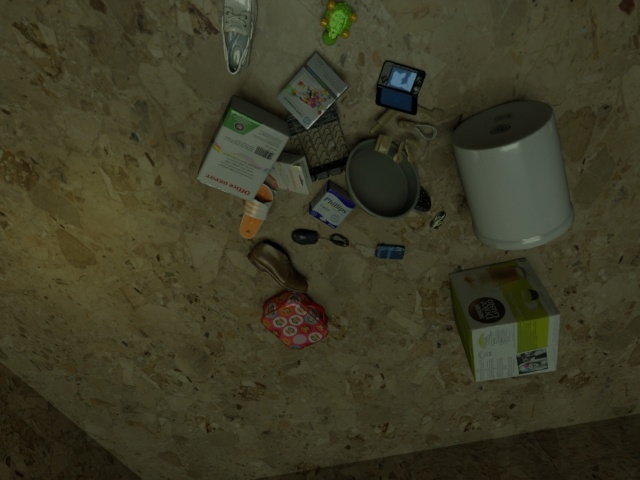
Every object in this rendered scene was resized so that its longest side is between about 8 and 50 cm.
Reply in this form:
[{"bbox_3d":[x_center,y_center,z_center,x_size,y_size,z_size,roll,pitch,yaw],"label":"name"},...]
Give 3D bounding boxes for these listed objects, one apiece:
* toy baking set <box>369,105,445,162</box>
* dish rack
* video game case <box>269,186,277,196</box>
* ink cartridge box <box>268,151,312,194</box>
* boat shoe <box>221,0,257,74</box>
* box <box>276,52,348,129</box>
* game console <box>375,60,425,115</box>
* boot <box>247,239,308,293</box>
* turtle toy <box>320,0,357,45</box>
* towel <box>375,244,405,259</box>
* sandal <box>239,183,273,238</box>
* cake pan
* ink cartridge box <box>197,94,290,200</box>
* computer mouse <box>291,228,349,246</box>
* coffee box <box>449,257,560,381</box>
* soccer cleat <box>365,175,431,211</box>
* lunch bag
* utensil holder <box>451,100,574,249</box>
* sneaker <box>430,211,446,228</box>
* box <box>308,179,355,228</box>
[{"bbox_3d":[0.293,-0.382,1.434,0.196,0.030,0.256,39,98,-22],"label":"toy baking set"},{"bbox_3d":[-0.005,-0.340,1.461,0.208,0.074,0.272,-17,122,10],"label":"dish rack"},{"bbox_3d":[-0.230,-0.160,1.622,0.087,0.011,0.122,23,122,-15],"label":"video game case"},{"bbox_3d":[-0.101,-0.237,1.464,0.198,0.067,0.115,21,140,41],"label":"ink cartridge box"},{"bbox_3d":[-0.241,-0.630,1.235,0.098,0.096,0.277,5,125,-3],"label":"boat shoe"},{"bbox_3d":[-0.026,-0.472,1.339,0.186,0.038,0.145,-43,95,17],"label":"box"},{"bbox_3d":[0.257,-0.488,1.343,0.143,0.085,0.124,12,125,-9],"label":"game console"},{"bbox_3d":[-0.152,0.113,1.767,0.305,0.112,0.115,38,107,-21],"label":"boot"},{"bbox_3d":[0.046,-0.642,1.245,0.095,0.066,0.130,22,123,-15],"label":"turtle toy"},{"bbox_3d":[0.293,0.051,1.761,0.119,0.029,0.067,4,126,-3],"label":"towel"},{"bbox_3d":[-0.251,-0.096,1.613,0.101,0.076,0.265,15,124,-11],"label":"sandal"},{"bbox_3d":[0.209,-0.207,1.454,0.293,0.293,0.054,25,158,-17],"label":"cake pan"},{"bbox_3d":[-0.255,-0.294,1.375,0.201,0.117,0.278,21,124,-25],"label":"ink cartridge box"},{"bbox_3d":[0.000,0.000,1.719,0.242,0.041,0.071,7,124,-6],"label":"computer mouse"},{"bbox_3d":[0.760,0.336,1.775,0.334,0.338,0.338,-12,125,9],"label":"coffee box"},{"bbox_3d":[0.267,-0.173,1.573,0.318,0.109,0.116,17,152,-20],"label":"soccer cleat"},{"bbox_3d":[-0.101,0.358,1.925,0.258,0.120,0.293,-30,120,19],"label":"lunch bag"},{"bbox_3d":[0.633,-0.214,1.395,0.327,0.328,0.386,-21,122,14],"label":"utensil holder"},{"bbox_3d":[0.473,-0.080,1.672,0.035,0.031,0.083,17,129,-28],"label":"sneaker"},{"bbox_3d":[0.044,-0.136,1.603,0.126,0.072,0.137,30,120,-20],"label":"box"}]
